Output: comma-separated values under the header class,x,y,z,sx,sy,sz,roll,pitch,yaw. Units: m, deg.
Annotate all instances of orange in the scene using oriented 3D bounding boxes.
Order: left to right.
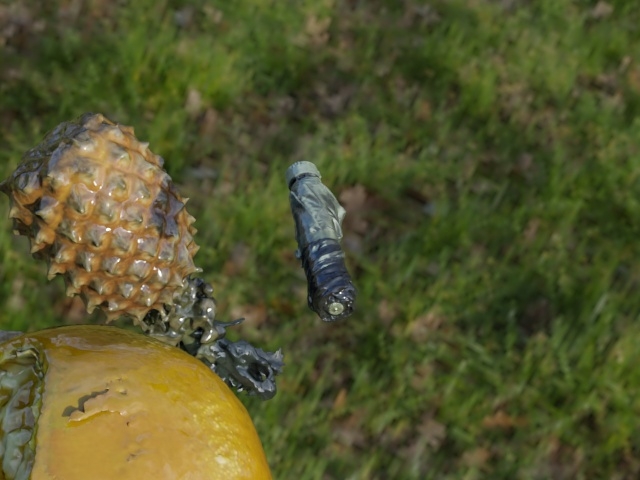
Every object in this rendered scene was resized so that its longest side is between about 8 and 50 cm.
class,x,y,z,sx,sy,sz,roll,pitch,yaw
orange,-0.094,0.107,0.635,0.154,0.155,0.134,43,7,26

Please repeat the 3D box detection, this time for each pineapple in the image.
class,x,y,z,sx,sy,sz,roll,pitch,yaw
pineapple,-0.169,0.037,1.712,0.361,0.175,0.175,51,26,-20

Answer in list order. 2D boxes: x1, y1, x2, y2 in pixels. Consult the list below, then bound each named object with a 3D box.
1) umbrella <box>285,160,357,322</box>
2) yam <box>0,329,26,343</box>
class,x,y,z,sx,sy,sz,roll,pitch,yaw
umbrella,0.000,0.000,1.509,0.050,0.046,0.188,29,28,-32
yam,-0.228,0.140,1.254,0.084,0.084,0.127,8,56,-25
